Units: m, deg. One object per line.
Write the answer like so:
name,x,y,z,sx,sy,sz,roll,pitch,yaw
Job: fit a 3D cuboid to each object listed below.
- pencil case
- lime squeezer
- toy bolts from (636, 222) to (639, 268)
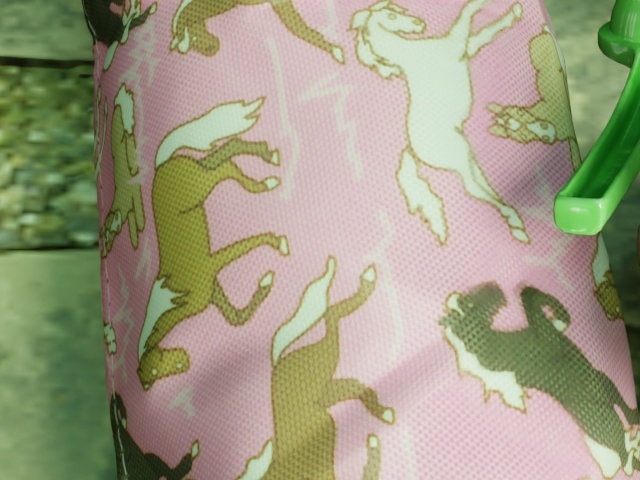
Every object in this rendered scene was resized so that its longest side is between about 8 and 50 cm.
pencil case,0.000,0.000,0.480,0.167,0.160,0.386,4,67,-25
lime squeezer,0.131,-0.107,0.494,0.059,0.110,0.310,15,63,9
toy bolts,0.188,0.019,0.432,0.218,0.228,0.158,-22,80,-13
